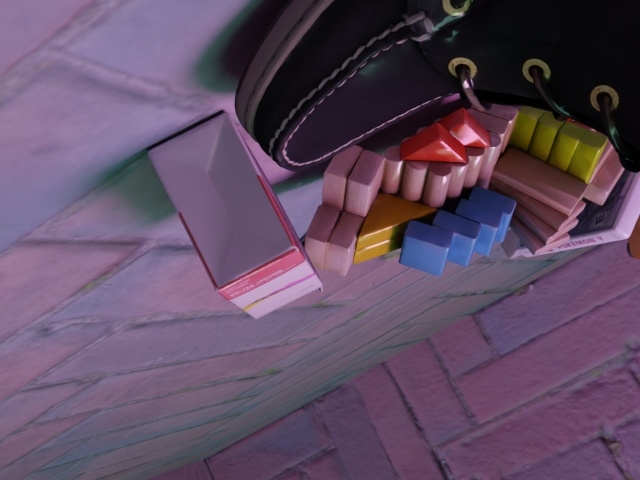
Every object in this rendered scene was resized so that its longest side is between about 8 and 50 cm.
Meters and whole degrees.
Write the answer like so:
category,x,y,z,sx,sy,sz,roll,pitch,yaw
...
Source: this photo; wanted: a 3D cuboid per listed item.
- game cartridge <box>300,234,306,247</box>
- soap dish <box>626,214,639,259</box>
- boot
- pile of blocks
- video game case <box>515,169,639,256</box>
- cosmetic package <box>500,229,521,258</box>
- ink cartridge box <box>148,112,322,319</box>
category,x,y,z,sx,sy,sz,roll,pitch,yaw
game cartridge,0.000,0.000,1.070,0.056,0.017,0.083,-22,167,-34
soap dish,0.517,-0.094,1.285,0.291,0.228,0.118,-14,178,-43
boot,0.154,-0.072,0.498,0.377,0.284,0.138,-32,166,16
pile of blocks,0.154,-0.065,0.832,0.362,0.149,0.112,-24,147,-21
video game case,0.307,-0.080,1.001,0.201,0.023,0.183,-62,-166,-16
cosmetic package,0.330,-0.053,1.352,0.117,0.085,0.231,-26,168,-4
ink cartridge box,-0.057,-0.007,0.712,0.067,0.115,0.198,-28,166,0
